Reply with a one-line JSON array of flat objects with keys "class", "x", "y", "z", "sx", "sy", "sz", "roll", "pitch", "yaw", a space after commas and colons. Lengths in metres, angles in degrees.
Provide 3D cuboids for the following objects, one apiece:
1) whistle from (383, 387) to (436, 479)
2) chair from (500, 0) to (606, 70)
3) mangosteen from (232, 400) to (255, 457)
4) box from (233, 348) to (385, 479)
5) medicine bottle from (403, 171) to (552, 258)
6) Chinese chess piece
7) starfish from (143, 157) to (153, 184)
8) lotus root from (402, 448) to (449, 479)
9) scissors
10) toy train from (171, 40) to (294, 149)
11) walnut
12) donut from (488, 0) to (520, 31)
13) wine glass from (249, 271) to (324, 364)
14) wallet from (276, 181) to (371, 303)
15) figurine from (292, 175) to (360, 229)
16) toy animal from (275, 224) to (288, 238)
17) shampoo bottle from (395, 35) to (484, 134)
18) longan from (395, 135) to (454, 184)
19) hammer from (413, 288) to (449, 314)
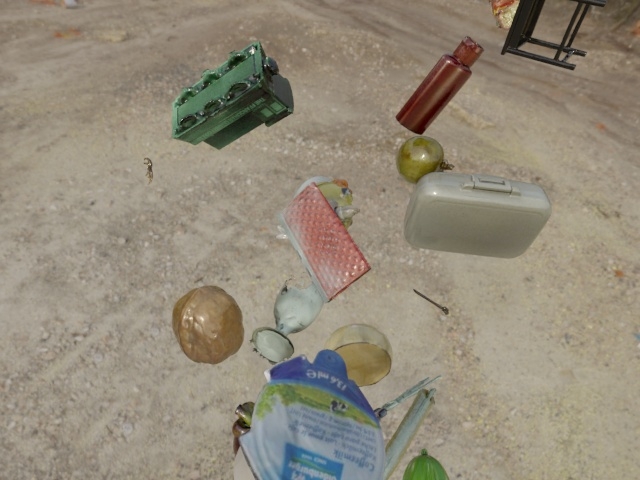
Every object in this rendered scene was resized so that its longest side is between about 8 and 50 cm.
[{"class": "whistle", "x": 0.255, "y": 0.576, "z": 1.279, "sx": 0.057, "sy": 0.068, "sz": 0.326, "roll": 39, "pitch": 65, "yaw": 7}, {"class": "chair", "x": 0.435, "y": -0.470, "z": 0.890, "sx": 0.260, "sy": 0.142, "sz": 0.154, "roll": 29, "pitch": 45, "yaw": 23}, {"class": "mangosteen", "x": -0.224, "y": 0.688, "z": 1.530, "sx": 0.215, "sy": 0.215, "sz": 0.258, "roll": -36, "pitch": 99, "yaw": -43}, {"class": "box", "x": -0.045, "y": 0.368, "z": 0.784, "sx": 0.262, "sy": 0.206, "sz": 0.291, "roll": 24, "pitch": 37, "yaw": -14}, {"class": "medicine bottle", "x": 0.438, "y": -0.068, "z": 1.231, "sx": 0.374, "sy": 0.282, "sz": 0.123, "roll": 8, "pitch": 50, "yaw": 0}, {"class": "Chinese chess piece", "x": 0.136, "y": 0.422, "z": 1.567, "sx": 0.256, "sy": 0.258, "sz": 0.104, "roll": 5, "pitch": 34, "yaw": -4}, {"class": "starfish", "x": -0.575, "y": -0.233, "z": 1.431, "sx": 0.028, "sy": 0.091, "sz": 0.078, "roll": -6, "pitch": -1, "yaw": -21}, {"class": "lotus root", "x": 0.352, "y": 0.789, "z": 1.432, "sx": 0.186, "sy": 0.186, "sz": 0.186, "roll": 5, "pitch": 37, "yaw": -4}, {"class": "scissors", "x": 0.261, "y": 0.574, "z": 1.508, "sx": 0.383, "sy": 0.256, "sz": 0.029, "roll": -25, "pitch": 75, "yaw": -16}, {"class": "toy train", "x": -0.217, "y": -0.334, "z": 1.064, "sx": 0.178, "sy": 0.330, "sz": 0.139, "roll": 24, "pitch": 51, "yaw": -52}, {"class": "walnut", "x": -0.486, "y": 0.354, "z": 1.849, "sx": 0.305, "sy": 0.344, "sz": 0.306, "roll": -4, "pitch": 27, "yaw": 2}, {"class": "donut", "x": 0.521, "y": -0.714, "z": 1.213, "sx": 0.085, "sy": 0.233, "sz": 0.199, "roll": -16, "pitch": 36, "yaw": 21}, {"class": "wine glass", "x": -0.113, "y": 0.290, "z": 1.644, "sx": 0.190, "sy": 0.191, "sz": 0.357, "roll": 18, "pitch": 39, "yaw": 12}, {"class": "wallet", "x": 0.000, "y": 0.000, "z": 0.751, "sx": 0.020, "sy": 0.103, "sz": 0.197, "roll": 11, "pitch": 42, "yaw": -56}, {"class": "figurine", "x": 0.015, "y": -0.086, "z": 1.308, "sx": 0.204, "sy": 0.225, "sz": 0.382, "roll": 13, "pitch": 7, "yaw": -9}, {"class": "toy animal", "x": -0.099, "y": -0.033, "z": 1.940, "sx": 0.181, "sy": 0.131, "sz": 0.127, "roll": -35, "pitch": 56, "yaw": -28}, {"class": "shampoo bottle", "x": 0.314, "y": -0.403, "z": 1.125, "sx": 0.102, "sy": 0.260, "sz": 0.064, "roll": 16, "pitch": 41, "yaw": -28}, {"class": "longan", "x": 0.305, "y": -0.229, "z": 1.250, "sx": 0.176, "sy": 0.145, "sz": 0.154, "roll": 22, "pitch": 25, "yaw": 24}, {"class": "hammer", "x": 0.451, "y": 0.249, "z": 1.760, "sx": 0.178, "sy": 0.065, "sz": 0.021, "roll": 31, "pitch": 79, "yaw": 40}]
